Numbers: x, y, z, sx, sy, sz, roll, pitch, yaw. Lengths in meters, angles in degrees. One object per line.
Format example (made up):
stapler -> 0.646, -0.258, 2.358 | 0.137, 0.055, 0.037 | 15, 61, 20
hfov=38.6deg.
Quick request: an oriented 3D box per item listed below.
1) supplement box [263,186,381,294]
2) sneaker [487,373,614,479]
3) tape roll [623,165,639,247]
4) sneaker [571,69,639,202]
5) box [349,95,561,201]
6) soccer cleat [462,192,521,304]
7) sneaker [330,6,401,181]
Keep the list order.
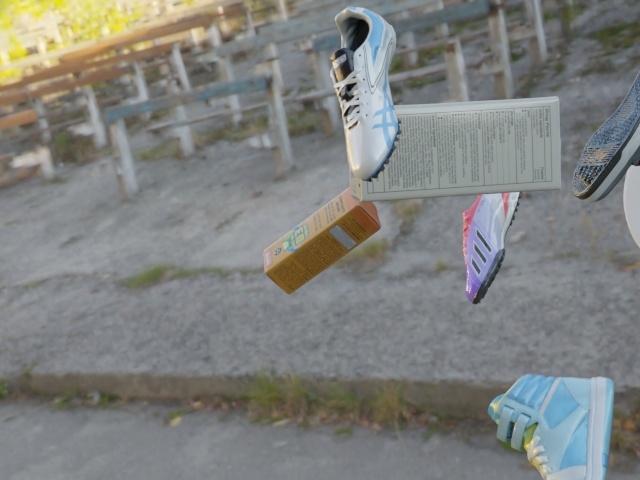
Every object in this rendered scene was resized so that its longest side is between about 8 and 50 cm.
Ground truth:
supplement box -> 0.000, 0.000, 1.738 | 0.233, 0.080, 0.078 | -38, 31, 18
sneaker -> 0.373, 0.365, 1.535 | 0.208, 0.127, 0.319 | 8, 53, 18
tape roll -> 0.757, -0.093, 1.676 | 0.392, 0.392, 0.072 | -4, -17, 36
sneaker -> 0.540, -0.157, 1.434 | 0.295, 0.178, 0.124 | -57, 16, 11
box -> 0.203, -0.141, 1.410 | 0.311, 0.148, 0.121 | -3, 6, -6
soccer cleat -> 0.360, -0.005, 2.053 | 0.116, 0.318, 0.108 | 20, -25, 3
sneaker -> 0.047, -0.180, 1.120 | 0.086, 0.237, 0.085 | 17, -30, -30
